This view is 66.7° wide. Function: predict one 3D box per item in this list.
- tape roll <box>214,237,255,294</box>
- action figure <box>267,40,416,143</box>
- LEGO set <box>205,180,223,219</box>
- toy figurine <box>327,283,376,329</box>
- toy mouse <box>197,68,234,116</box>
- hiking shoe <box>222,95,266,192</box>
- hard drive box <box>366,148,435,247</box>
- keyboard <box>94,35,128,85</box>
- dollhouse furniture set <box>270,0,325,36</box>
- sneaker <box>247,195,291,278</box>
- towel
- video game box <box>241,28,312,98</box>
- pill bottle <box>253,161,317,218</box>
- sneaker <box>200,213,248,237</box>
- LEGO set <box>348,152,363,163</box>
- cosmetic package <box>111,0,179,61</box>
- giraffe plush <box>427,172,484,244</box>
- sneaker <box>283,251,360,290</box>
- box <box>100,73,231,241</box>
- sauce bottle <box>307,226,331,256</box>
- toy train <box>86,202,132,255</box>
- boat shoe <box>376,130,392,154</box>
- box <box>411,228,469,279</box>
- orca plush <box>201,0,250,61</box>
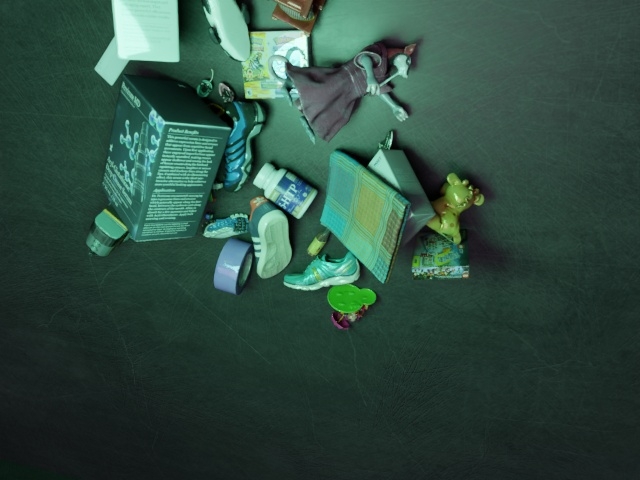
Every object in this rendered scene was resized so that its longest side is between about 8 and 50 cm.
[{"bbox_3d":[-0.298,0.091,1.702,0.080,0.189,0.188,16,122,6],"label":"tape roll"},{"bbox_3d":[0.090,-0.437,1.325,0.370,0.248,0.275,-33,70,3],"label":"action figure"},{"bbox_3d":[-0.434,-0.190,1.674,0.244,0.060,0.182,45,122,0],"label":"LEGO set"},{"bbox_3d":[0.104,0.253,1.755,0.173,0.130,0.159,-4,135,-11],"label":"toy figurine"},{"bbox_3d":[-0.319,-0.454,1.490,0.161,0.031,0.142,3,120,13],"label":"toy mouse"},{"bbox_3d":[-0.274,-0.292,1.500,0.132,0.113,0.303,2,119,-33],"label":"hiking shoe"},{"bbox_3d":[0.205,-0.118,1.408,0.089,0.232,0.181,-4,149,-31],"label":"hard drive box"},{"bbox_3d":[-0.614,-0.594,1.502,0.072,0.014,0.256,42,121,-16],"label":"keyboard"},{"bbox_3d":[-0.164,-0.675,1.201,0.375,0.201,0.152,25,100,-1],"label":"dollhouse furniture set"},{"bbox_3d":[-0.185,-0.013,1.661,0.148,0.131,0.349,51,150,29],"label":"sneaker"},{"bbox_3d":[0.115,-0.081,1.432,0.040,0.370,0.271,-9,125,-28],"label":"towel"},{"bbox_3d":[-0.125,-0.506,1.401,0.206,0.048,0.186,3,117,13],"label":"video game box"},{"bbox_3d":[-0.114,-0.164,1.555,0.187,0.112,0.112,33,122,-5],"label":"pill bottle"},{"bbox_3d":[-0.318,-0.045,1.711,0.191,0.083,0.071,-7,74,1],"label":"sneaker"},{"bbox_3d":[0.109,-0.234,1.512,0.054,0.023,0.083,-13,101,19],"label":"LEGO set"},{"bbox_3d":[-0.456,-0.715,1.237,0.162,0.230,0.452,-4,122,-20],"label":"cosmetic package"},{"bbox_3d":[0.375,-0.107,1.436,0.182,0.210,0.170,25,101,-45],"label":"giraffe plush"},{"bbox_3d":[0.001,0.103,1.696,0.276,0.107,0.109,-13,104,12],"label":"sneaker"},{"bbox_3d":[-0.478,-0.242,1.463,0.293,0.212,0.395,46,124,33],"label":"box"},{"bbox_3d":[0.000,0.000,1.658,0.042,0.042,0.128,33,124,-5],"label":"sauce bottle"},{"bbox_3d":[-0.721,-0.047,1.699,0.142,0.190,0.334,46,143,-13],"label":"toy train"},{"bbox_3d":[0.186,-0.271,1.454,0.038,0.046,0.125,15,130,1],"label":"boat shoe"},{"bbox_3d":[0.365,0.039,1.471,0.159,0.233,0.044,-2,117,16],"label":"box"},{"bbox_3d":[-0.289,-0.603,1.282,0.102,0.151,0.287,16,164,35],"label":"orca plush"}]
